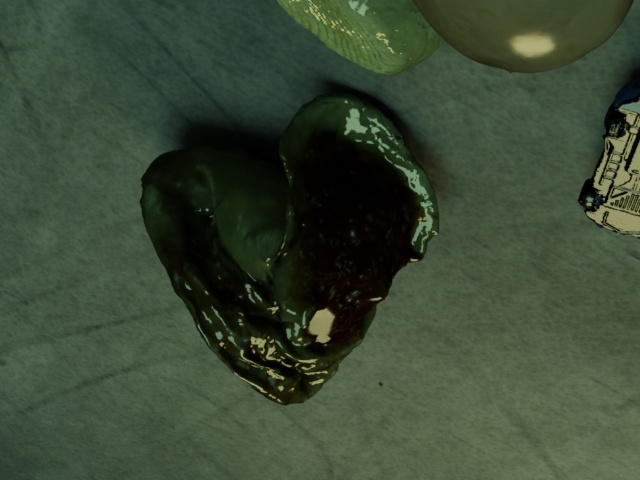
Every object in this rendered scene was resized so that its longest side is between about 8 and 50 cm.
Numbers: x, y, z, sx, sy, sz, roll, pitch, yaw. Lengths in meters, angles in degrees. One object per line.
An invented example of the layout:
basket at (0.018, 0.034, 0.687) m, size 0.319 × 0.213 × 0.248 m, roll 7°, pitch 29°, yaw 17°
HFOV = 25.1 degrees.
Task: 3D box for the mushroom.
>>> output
mushroom at (0.188, -0.277, 1.068) m, size 0.290 × 0.292 × 0.292 m, roll -15°, pitch 142°, yaw -9°

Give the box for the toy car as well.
toy car at (0.312, -0.076, 1.375) m, size 0.103 × 0.063 × 0.216 m, roll 17°, pitch 150°, yaw 8°

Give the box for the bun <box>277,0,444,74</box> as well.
bun at (0.032, -0.238, 1.255) m, size 0.195 × 0.118 × 0.195 m, roll 36°, pitch 176°, yaw 3°

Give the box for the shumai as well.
shumai at (0.000, 0.000, 1.554) m, size 0.288 × 0.292 × 0.330 m, roll -36°, pitch 131°, yaw 9°
